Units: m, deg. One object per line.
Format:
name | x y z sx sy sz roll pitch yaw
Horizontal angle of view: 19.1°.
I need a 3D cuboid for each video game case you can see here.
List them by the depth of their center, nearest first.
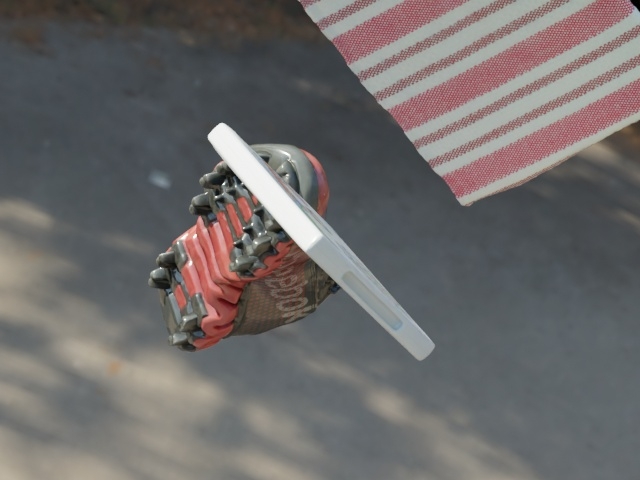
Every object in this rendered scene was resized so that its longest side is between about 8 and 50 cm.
video game case | 0.000 0.000 1.267 0.143 0.019 0.157 44 3 -41

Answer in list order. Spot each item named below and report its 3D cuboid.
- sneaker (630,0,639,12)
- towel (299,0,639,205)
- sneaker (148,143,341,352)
sneaker | 0.212 -0.186 1.385 0.188 0.066 0.071 42 -12 22
towel | 0.084 -0.115 0.975 0.197 0.144 0.029 50 28 -29
sneaker | -0.036 -0.001 1.485 0.135 0.276 0.097 -9 68 -25
